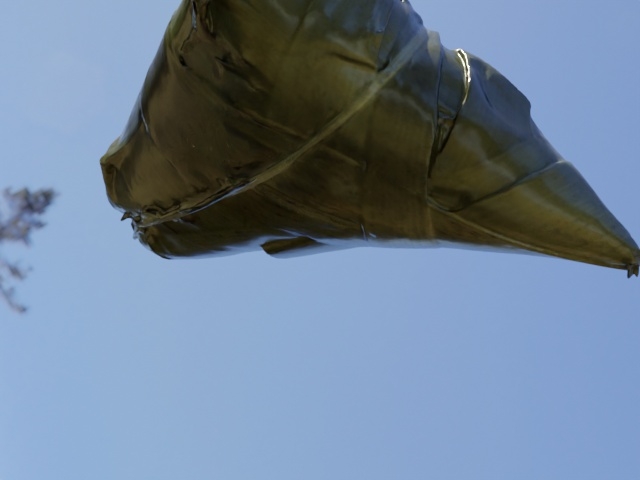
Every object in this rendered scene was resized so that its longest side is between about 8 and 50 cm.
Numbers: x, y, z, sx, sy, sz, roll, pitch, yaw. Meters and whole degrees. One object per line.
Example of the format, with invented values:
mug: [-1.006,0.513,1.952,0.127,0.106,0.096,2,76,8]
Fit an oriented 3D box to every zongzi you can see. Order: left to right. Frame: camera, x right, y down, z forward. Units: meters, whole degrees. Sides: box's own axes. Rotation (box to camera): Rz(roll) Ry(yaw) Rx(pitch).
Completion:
zongzi: [0.000,0.000,0.380,0.130,0.062,0.154,40,-40,3]
